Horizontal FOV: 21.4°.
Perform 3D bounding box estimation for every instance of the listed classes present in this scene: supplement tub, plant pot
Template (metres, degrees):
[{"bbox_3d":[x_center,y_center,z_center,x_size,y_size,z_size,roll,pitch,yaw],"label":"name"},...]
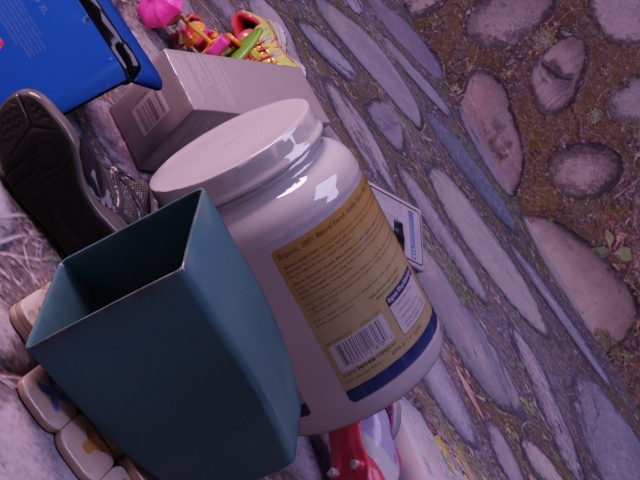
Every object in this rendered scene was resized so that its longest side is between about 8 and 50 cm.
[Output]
[{"bbox_3d":[-0.028,0.028,1.844,0.316,0.228,0.228,62,14,-18],"label":"supplement tub"},{"bbox_3d":[-0.122,0.112,1.554,0.234,0.165,0.166,57,17,-21],"label":"plant pot"}]

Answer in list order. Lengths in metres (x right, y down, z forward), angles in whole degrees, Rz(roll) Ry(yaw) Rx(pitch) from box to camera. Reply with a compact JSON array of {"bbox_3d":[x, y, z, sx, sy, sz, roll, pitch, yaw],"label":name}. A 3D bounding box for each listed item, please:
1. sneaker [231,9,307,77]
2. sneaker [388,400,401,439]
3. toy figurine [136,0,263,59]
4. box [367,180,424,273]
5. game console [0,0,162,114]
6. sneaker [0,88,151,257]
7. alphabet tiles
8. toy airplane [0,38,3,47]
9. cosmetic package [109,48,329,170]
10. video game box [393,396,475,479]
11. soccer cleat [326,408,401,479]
[{"bbox_3d":[-0.092,-0.284,2.634,0.094,0.081,0.208,32,21,-40],"label":"sneaker"},{"bbox_3d":[0.040,0.148,2.112,0.111,0.103,0.252,27,33,-56],"label":"sneaker"},{"bbox_3d":[-0.184,-0.299,2.360,0.159,0.130,0.173,42,-3,-12],"label":"toy figurine"},{"bbox_3d":[-0.013,-0.022,2.109,0.290,0.169,0.087,24,58,-52],"label":"box"},{"bbox_3d":[-0.326,-0.257,1.842,0.293,0.250,0.173,57,-25,4],"label":"game console"},{"bbox_3d":[-0.247,-0.059,1.733,0.227,0.087,0.130,55,14,-13],"label":"sneaker"},{"bbox_3d":[-0.184,0.161,1.597,0.284,0.021,0.278,55,16,-2],"label":"alphabet tiles"},{"bbox_3d":[-0.367,-0.186,1.662,0.151,0.028,0.151,25,47,-30],"label":"toy airplane"},{"bbox_3d":[-0.120,-0.151,2.080,0.238,0.127,0.107,0,54,-50],"label":"cosmetic package"},{"bbox_3d":[0.147,0.303,2.187,0.187,0.048,0.205,42,16,-34],"label":"video game box"},{"bbox_3d":[0.053,0.221,1.981,0.095,0.083,0.248,36,42,-41],"label":"soccer cleat"}]
